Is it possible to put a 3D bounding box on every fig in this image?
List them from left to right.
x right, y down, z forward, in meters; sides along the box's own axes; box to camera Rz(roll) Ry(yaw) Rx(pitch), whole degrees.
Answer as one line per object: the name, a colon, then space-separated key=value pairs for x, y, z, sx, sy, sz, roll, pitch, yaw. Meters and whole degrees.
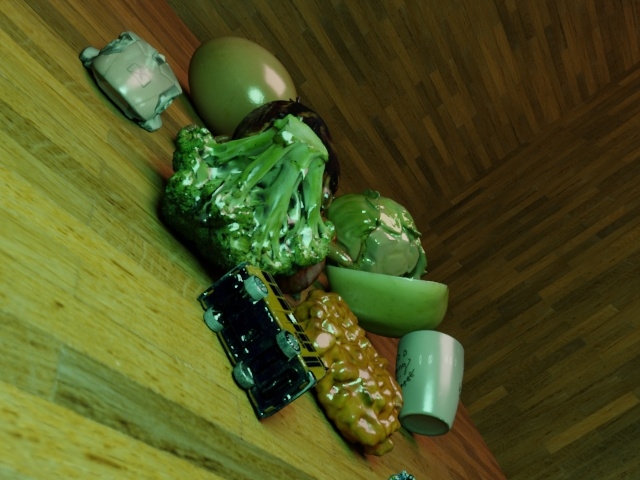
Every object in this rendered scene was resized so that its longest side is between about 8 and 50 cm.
fig: x=-0.078 y=0.059 z=1.031 sx=0.143 sy=0.231 sz=0.160 roll=3 pitch=59 yaw=-22

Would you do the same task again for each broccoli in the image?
broccoli: x=-0.109 y=-0.086 z=0.835 sx=0.321 sy=0.283 sz=0.304 roll=13 pitch=39 yaw=-46

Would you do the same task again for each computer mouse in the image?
computer mouse: x=-0.373 y=-0.359 z=1.024 sx=0.199 sy=0.115 sz=0.389 roll=53 pitch=9 yaw=-28

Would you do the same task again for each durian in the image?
durian: x=-0.293 y=-0.226 z=1.084 sx=0.091 sy=0.080 sz=0.080 roll=40 pitch=2 yaw=24

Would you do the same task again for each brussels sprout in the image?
brussels sprout: x=0.173 y=0.005 z=1.795 sx=0.361 sy=0.342 sz=0.425 roll=49 pitch=-16 yaw=56

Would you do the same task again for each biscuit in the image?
biscuit: x=0.052 y=0.246 z=0.957 sx=0.312 sy=0.110 sz=0.318 roll=55 pitch=8 yaw=-1

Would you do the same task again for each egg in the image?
egg: x=-0.239 y=-0.456 z=1.489 sx=0.374 sy=0.301 sz=0.301 roll=52 pitch=8 yaw=-1

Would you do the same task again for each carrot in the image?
carrot: x=0.000 y=0.000 z=1.411 sx=0.298 sy=0.078 sz=0.078 roll=38 pitch=3 yaw=19

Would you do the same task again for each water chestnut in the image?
water chestnut: x=-0.125 y=-0.176 z=1.147 sx=0.347 sy=0.335 sz=0.335 roll=10 pitch=-4 yaw=16

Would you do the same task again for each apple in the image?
apple: x=0.204 y=0.152 z=1.464 sx=0.311 sy=0.360 sz=0.320 roll=-61 pitch=151 yaw=-48

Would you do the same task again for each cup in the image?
cup: x=0.282 y=0.415 z=1.330 sx=0.186 sy=0.258 sz=0.234 roll=20 pitch=49 yaw=-3

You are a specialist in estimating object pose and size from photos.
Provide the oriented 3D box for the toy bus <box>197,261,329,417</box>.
toy bus: x=-0.079 y=0.142 z=0.693 sx=0.201 sy=0.098 sz=0.114 roll=56 pitch=9 yaw=21

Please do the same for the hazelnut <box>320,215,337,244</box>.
hazelnut: x=-0.023 y=-0.005 z=1.534 sx=0.150 sy=0.150 sz=0.150 roll=52 pitch=9 yaw=-11

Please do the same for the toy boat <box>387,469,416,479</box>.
toy boat: x=0.141 y=0.440 z=0.836 sx=0.137 sy=0.060 sz=0.061 roll=20 pitch=57 yaw=-69
